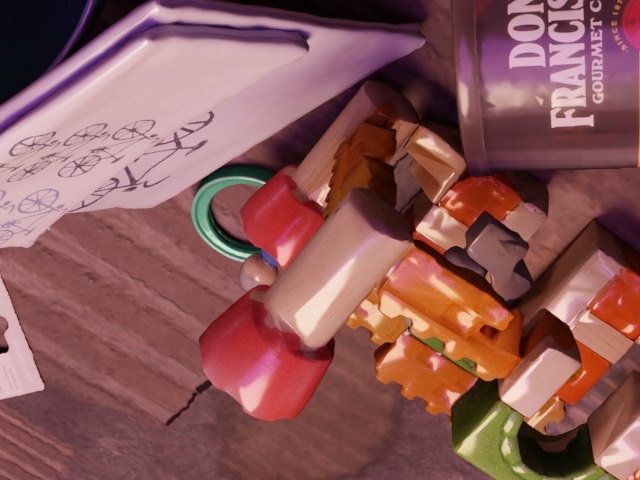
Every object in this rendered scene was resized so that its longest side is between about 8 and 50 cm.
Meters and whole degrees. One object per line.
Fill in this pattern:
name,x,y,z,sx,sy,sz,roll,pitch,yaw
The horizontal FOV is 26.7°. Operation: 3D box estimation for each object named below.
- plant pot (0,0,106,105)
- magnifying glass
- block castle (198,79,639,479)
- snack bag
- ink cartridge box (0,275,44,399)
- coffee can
plant pot,-0.258,-0.232,0.926,0.290,0.195,0.290,2,106,8
magnifying glass,0.000,0.000,1.169,0.231,0.026,0.092,18,127,-3
block castle,0.136,0.109,1.027,0.453,0.303,0.213,33,114,-12
snack bag,-0.123,-0.074,0.977,0.323,0.342,0.037,-29,80,30
ink cartridge box,-0.401,0.089,1.308,0.225,0.056,0.181,-14,123,-2
coffee can,0.235,-0.148,0.907,0.275,0.201,0.201,-2,125,12
